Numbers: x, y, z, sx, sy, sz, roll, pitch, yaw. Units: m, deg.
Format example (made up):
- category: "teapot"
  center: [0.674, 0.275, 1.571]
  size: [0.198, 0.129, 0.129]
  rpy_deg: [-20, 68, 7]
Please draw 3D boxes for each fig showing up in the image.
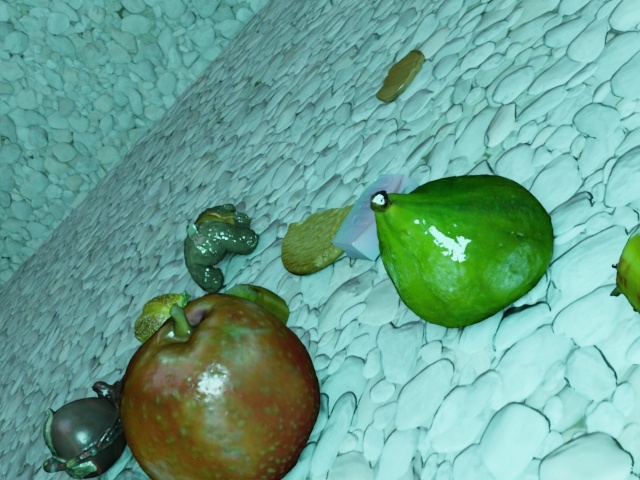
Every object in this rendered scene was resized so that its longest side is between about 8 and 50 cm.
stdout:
- category: "fig"
  center: [0.139, -0.015, 0.925]
  size: [0.203, 0.235, 0.203]
  rpy_deg: [-40, 30, 30]

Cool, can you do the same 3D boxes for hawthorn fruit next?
- category: "hawthorn fruit"
  center: [-0.139, 0.205, 1.063]
  size: [0.275, 0.300, 0.275]
  rpy_deg: [-19, 28, 10]

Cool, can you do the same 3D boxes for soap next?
- category: "soap"
  center: [0.095, -0.041, 1.247]
  size: [0.149, 0.056, 0.100]
  rpy_deg: [-58, 28, -12]

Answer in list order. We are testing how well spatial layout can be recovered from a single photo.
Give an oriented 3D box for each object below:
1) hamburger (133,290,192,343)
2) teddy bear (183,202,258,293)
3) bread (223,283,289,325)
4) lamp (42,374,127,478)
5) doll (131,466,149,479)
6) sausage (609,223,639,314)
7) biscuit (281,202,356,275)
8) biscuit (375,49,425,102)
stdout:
- category: "hamburger"
  center: [-0.333, 0.166, 1.653]
  size: [0.166, 0.087, 0.137]
  rpy_deg: [-12, 45, 54]
- category: "teddy bear"
  center: [-0.225, -0.004, 1.658]
  size: [0.177, 0.140, 0.190]
  rpy_deg: [-49, 16, 13]
- category: "bread"
  center: [-0.158, 0.173, 1.368]
  size: [0.236, 0.070, 0.236]
  rpy_deg: [-40, 26, 24]
- category: "lamp"
  center: [-0.436, 0.369, 1.512]
  size: [0.223, 0.151, 0.215]
  rpy_deg: [-15, 14, -30]
- category: "doll"
  center: [-0.308, 0.344, 1.397]
  size: [0.094, 0.079, 0.180]
  rpy_deg: [121, 155, -50]
- category: "sausage"
  center: [0.339, 0.085, 0.586]
  size: [0.125, 0.117, 0.317]
  rpy_deg: [-48, 24, 17]
- category: "biscuit"
  center: [0.001, 0.001, 1.375]
  size: [0.224, 0.033, 0.144]
  rpy_deg: [-19, 42, 49]
- category: "biscuit"
  center: [0.160, -0.332, 1.570]
  size: [0.130, 0.019, 0.102]
  rpy_deg: [-58, 27, -15]
